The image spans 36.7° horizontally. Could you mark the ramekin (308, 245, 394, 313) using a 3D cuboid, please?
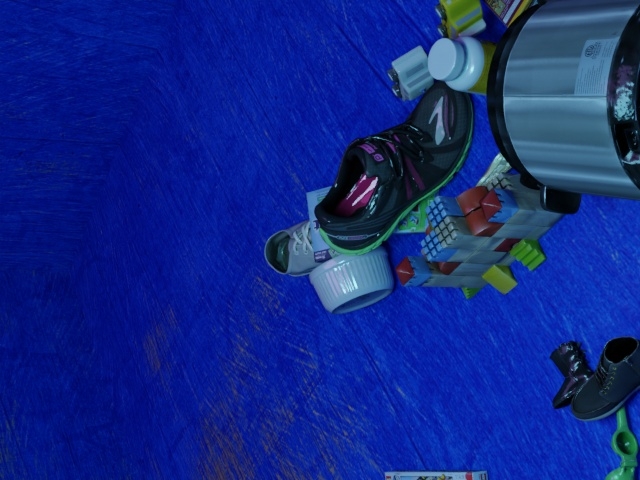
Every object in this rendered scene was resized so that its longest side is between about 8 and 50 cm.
[{"bbox_3d":[0.085,0.103,2.393,0.207,0.207,0.109,-36,69,47],"label":"ramekin"}]

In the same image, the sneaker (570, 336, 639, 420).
[{"bbox_3d":[0.530,0.250,1.794,0.222,0.118,0.083,-45,40,27],"label":"sneaker"}]

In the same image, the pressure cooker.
[{"bbox_3d":[0.499,-0.262,1.682,0.420,0.370,0.376,13,143,57],"label":"pressure cooker"}]

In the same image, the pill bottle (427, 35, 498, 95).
[{"bbox_3d":[0.335,-0.374,2.069,0.117,0.208,0.118,-6,83,54],"label":"pill bottle"}]

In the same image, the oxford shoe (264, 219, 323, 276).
[{"bbox_3d":[0.000,0.000,2.576,0.449,0.130,0.169,-23,65,49],"label":"oxford shoe"}]

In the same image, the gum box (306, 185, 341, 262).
[{"bbox_3d":[0.047,-0.047,2.449,0.157,0.041,0.185,-14,78,34],"label":"gum box"}]

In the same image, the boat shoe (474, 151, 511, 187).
[{"bbox_3d":[0.382,-0.132,2.124,0.048,0.056,0.153,38,117,14],"label":"boat shoe"}]

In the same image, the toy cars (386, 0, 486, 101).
[{"bbox_3d":[0.270,-0.426,2.184,0.087,0.176,0.394,58,140,17],"label":"toy cars"}]

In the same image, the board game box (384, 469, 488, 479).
[{"bbox_3d":[0.269,0.627,2.216,0.305,0.053,0.193,-18,73,52],"label":"board game box"}]

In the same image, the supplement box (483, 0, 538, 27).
[{"bbox_3d":[0.414,-0.541,2.081,0.104,0.080,0.188,-59,44,34],"label":"supplement box"}]

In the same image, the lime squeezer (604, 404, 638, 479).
[{"bbox_3d":[0.566,0.407,1.839,0.110,0.058,0.311,-111,28,-82],"label":"lime squeezer"}]

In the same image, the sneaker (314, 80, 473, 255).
[{"bbox_3d":[0.172,-0.175,2.198,0.185,0.202,0.483,37,88,35],"label":"sneaker"}]

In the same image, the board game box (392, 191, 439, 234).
[{"bbox_3d":[0.183,-0.094,2.327,0.211,0.039,0.160,-3,83,29],"label":"board game box"}]

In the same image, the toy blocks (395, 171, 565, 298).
[{"bbox_3d":[0.318,-0.018,2.022,0.381,0.260,0.191,-48,50,40],"label":"toy blocks"}]

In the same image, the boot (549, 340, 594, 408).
[{"bbox_3d":[0.493,0.268,1.941,0.121,0.045,0.099,-49,52,31],"label":"boot"}]
